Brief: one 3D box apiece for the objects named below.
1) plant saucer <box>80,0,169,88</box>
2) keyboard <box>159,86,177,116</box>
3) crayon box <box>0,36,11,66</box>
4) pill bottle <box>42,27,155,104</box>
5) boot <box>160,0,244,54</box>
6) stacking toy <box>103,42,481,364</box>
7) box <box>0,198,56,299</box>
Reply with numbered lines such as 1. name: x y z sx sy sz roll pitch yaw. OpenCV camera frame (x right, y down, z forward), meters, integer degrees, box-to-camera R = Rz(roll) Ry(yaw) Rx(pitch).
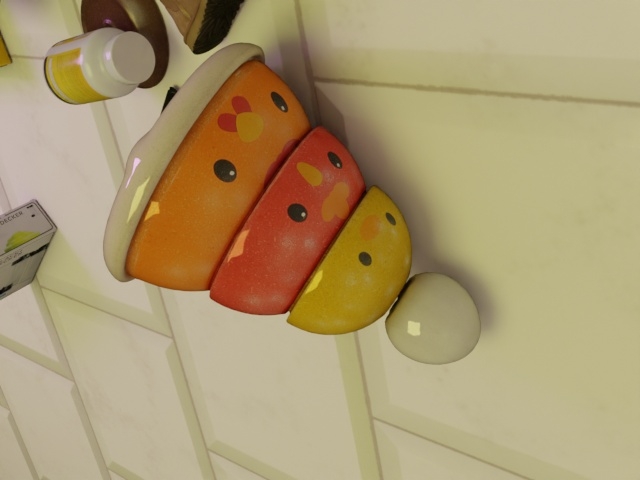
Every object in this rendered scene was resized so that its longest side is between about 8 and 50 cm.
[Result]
1. plant saucer: -0.317 -0.328 1.319 0.199 0.036 0.198 26 133 31
2. keyboard: -0.187 -0.151 1.323 0.180 0.023 0.108 43 133 16
3. crayon box: -0.790 -0.469 1.643 0.363 0.106 0.313 6 121 42
4. pill bottle: -0.332 -0.263 1.267 0.184 0.103 0.103 2 118 45
5. boot: -0.204 -0.409 1.109 0.269 0.089 0.236 53 140 5
6. stacking toy: 0.000 0.000 1.091 0.480 0.350 0.350 30 138 0
7. box: -0.706 0.041 1.865 0.087 0.169 0.290 51 140 5
